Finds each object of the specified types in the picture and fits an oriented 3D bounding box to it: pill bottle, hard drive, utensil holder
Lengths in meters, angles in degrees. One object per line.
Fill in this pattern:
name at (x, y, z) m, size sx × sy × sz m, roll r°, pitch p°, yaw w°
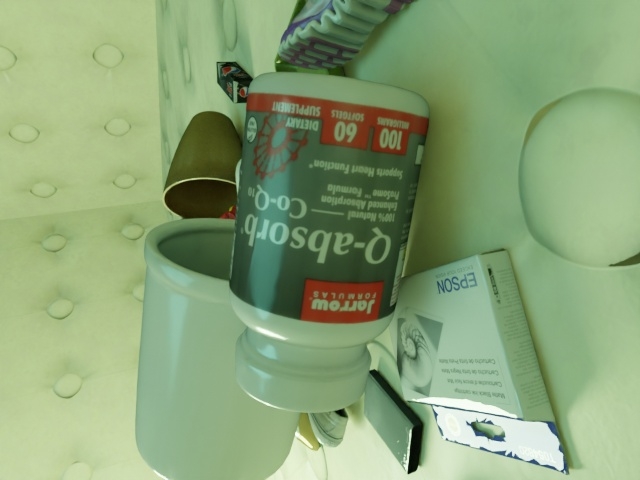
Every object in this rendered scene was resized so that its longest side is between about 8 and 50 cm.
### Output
pill bottle at (0.000, 0.000, 0.588) m, size 0.210 × 0.210 × 0.363 m, roll -149°, pitch 64°, yaw -62°
hard drive at (0.111, 0.280, 0.760) m, size 0.135 × 0.022 × 0.094 m, roll -139°, pitch 44°, yaw -57°
utensil holder at (-0.164, 0.191, 0.882) m, size 0.327 × 0.327 × 0.386 m, roll 39°, pitch 121°, yaw 58°

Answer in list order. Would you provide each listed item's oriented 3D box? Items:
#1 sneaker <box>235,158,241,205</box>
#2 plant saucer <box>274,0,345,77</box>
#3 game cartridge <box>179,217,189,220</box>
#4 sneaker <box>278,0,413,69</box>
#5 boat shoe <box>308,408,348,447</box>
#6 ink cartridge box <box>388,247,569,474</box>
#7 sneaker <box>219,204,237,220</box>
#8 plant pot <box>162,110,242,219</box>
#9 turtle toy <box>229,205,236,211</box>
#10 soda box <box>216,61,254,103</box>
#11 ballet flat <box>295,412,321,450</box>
sneaker at (-0.132, -0.057, 1.104) m, size 0.124 × 0.107 × 0.284 m, roll 7°, pitch 105°, yaw 61°
plant saucer at (-0.014, -0.270, 0.800) m, size 0.188 × 0.045 × 0.189 m, roll 138°, pitch 119°, yaw -64°
game cartridge at (-0.293, 0.107, 1.405) m, size 0.068 × 0.230 × 0.355 m, roll -72°, pitch -7°, yaw -51°
sneaker at (0.027, -0.307, 0.613) m, size 0.236 × 0.095 × 0.105 m, roll -21°, pitch 71°, yaw 51°
boat shoe at (0.001, 0.311, 0.990) m, size 0.076 × 0.083 × 0.226 m, roll -62°, pitch 36°, yaw 14°
ink cartridge box at (0.157, 0.140, 0.561) m, size 0.223 × 0.045 × 0.224 m, roll 145°, pitch 113°, yaw -66°
sneaker at (-0.148, -0.010, 1.043) m, size 0.221 × 0.087 × 0.128 m, roll -4°, pitch 112°, yaw 23°
plant pot at (-0.297, -0.211, 1.309) m, size 0.237 × 0.236 × 0.255 m, roll 123°, pitch 146°, yaw -59°
turtle toy at (-0.166, -0.048, 1.216) m, size 0.066 × 0.095 × 0.130 m, roll -37°, pitch 63°, yaw 41°
soda box at (-0.216, -0.400, 1.219) m, size 0.169 × 0.053 × 0.060 m, roll -128°, pitch 35°, yaw -48°
ballet flat at (-0.074, 0.417, 1.192) m, size 0.232 × 0.073 × 0.080 m, roll -121°, pitch 30°, yaw -41°
